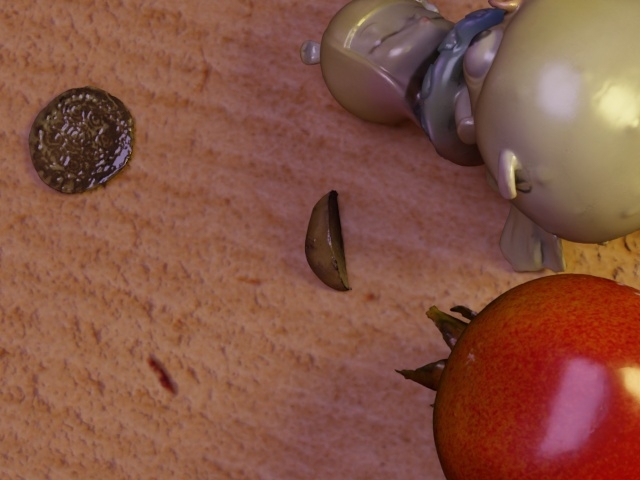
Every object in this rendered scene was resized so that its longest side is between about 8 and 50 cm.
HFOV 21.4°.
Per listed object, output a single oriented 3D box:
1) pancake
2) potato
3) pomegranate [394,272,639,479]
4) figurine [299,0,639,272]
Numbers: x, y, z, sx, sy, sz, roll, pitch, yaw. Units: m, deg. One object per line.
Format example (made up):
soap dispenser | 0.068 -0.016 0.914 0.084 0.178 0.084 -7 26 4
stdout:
pancake | -0.228 -0.097 1.614 0.115 0.011 0.114 -5 75 17
potato | 0.000 0.000 1.502 0.036 0.037 0.093 -13 73 20
pomegranate | 0.183 0.128 1.321 0.257 0.221 0.221 30 87 33
figurine | 0.135 -0.103 1.409 0.227 0.274 0.394 -28 37 -34
